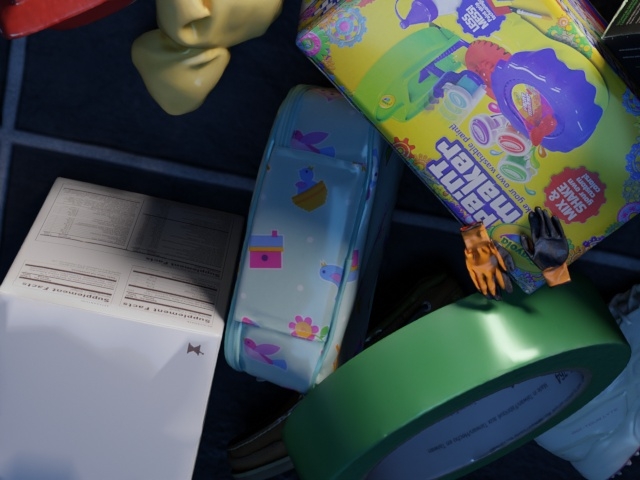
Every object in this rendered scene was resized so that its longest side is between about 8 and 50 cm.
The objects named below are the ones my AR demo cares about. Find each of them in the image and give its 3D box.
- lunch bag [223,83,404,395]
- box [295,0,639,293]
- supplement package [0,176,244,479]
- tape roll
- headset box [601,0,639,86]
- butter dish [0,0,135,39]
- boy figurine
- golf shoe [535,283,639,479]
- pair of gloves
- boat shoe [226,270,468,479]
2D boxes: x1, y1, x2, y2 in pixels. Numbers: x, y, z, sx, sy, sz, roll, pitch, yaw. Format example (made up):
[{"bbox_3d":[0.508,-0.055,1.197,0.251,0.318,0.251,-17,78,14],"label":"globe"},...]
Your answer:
[{"bbox_3d":[0.000,0.000,1.372,0.108,0.224,0.279,14,98,9],"label":"lunch bag"},{"bbox_3d":[0.141,-0.158,1.281,0.177,0.279,0.290,-38,109,18],"label":"box"},{"bbox_3d":[-0.194,0.094,1.418,0.198,0.262,0.199,12,114,-4],"label":"supplement package"},{"bbox_3d":[0.124,0.144,1.366,0.321,0.321,0.077,-34,67,16],"label":"tape roll"},{"bbox_3d":[0.400,-0.157,1.188,0.283,0.131,0.246,44,69,-27],"label":"headset box"},{"bbox_3d":[-0.213,-0.255,1.346,0.160,0.118,0.159,-21,68,13],"label":"butter dish"},{"bbox_3d":[-0.082,-0.235,1.335,0.092,0.177,0.285,48,132,19],"label":"boy figurine"},{"bbox_3d":[0.304,0.101,1.489,0.140,0.115,0.306,28,112,-7],"label":"golf shoe"},{"bbox_3d":[0.157,0.012,1.201,0.083,0.010,0.074,-15,114,11],"label":"pair of gloves"},{"bbox_3d":[0.024,0.136,1.525,0.307,0.111,0.104,-31,98,7],"label":"boat shoe"}]
